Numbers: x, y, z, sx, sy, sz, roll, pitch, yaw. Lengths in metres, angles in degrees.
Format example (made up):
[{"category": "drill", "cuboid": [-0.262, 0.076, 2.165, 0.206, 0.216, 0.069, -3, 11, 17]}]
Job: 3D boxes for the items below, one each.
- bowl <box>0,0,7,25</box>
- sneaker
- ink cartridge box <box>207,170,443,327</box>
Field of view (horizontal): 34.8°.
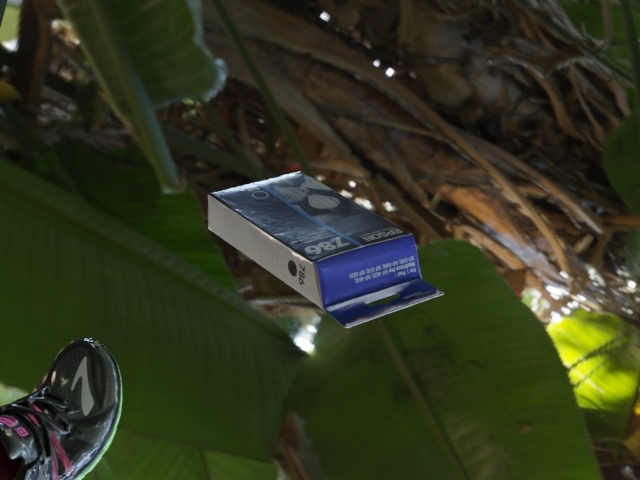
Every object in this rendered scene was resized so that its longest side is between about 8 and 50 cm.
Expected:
[{"category": "bowl", "cuboid": [-0.534, -0.270, 1.504, 0.391, 0.077, 0.391, -163, -90, -73]}, {"category": "sneaker", "cuboid": [-0.497, 0.351, 1.765, 0.185, 0.202, 0.483, 18, -130, 12]}, {"category": "ink cartridge box", "cuboid": [0.000, 0.000, 1.364, 0.333, 0.165, 0.065, 33, -51, 45]}]
